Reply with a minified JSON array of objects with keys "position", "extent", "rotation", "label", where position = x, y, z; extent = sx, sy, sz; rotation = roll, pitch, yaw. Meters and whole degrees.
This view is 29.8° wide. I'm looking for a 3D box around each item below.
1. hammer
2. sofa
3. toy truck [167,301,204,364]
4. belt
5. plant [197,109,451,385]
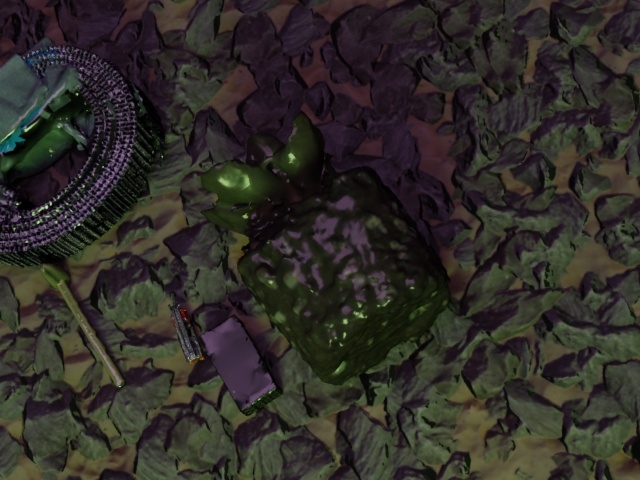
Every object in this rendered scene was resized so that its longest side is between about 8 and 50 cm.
[{"position":[-0.312,0.111,1.585],"extent":[0.028,0.060,0.195],"rotation":[-35,73,-2],"label":"hammer"},{"position":[-0.101,0.158,1.530],"extent":[0.060,0.039,0.118],"rotation":[-33,69,1],"label":"sofa"},{"position":[-0.176,0.119,1.563],"extent":[0.024,0.032,0.083],"rotation":[-25,67,8],"label":"toy truck"},{"position":[-0.378,-0.111,1.638],"extent":[0.325,0.122,0.260],"rotation":[-44,76,-2],"label":"belt"},{"position":[0.000,0.000,1.471],"extent":[0.215,0.213,0.312],"rotation":[-39,66,2],"label":"plant"}]
